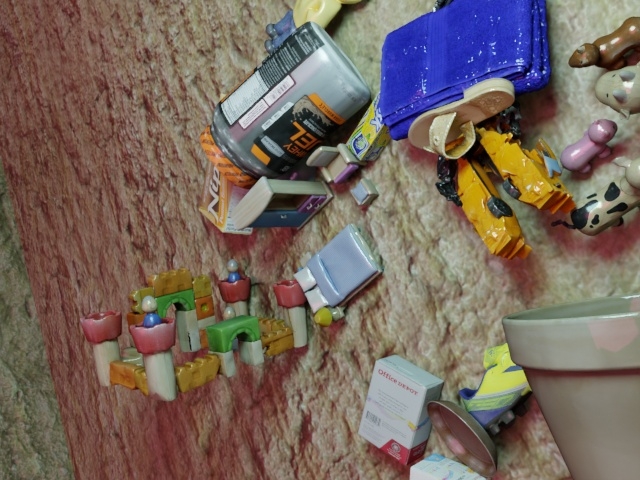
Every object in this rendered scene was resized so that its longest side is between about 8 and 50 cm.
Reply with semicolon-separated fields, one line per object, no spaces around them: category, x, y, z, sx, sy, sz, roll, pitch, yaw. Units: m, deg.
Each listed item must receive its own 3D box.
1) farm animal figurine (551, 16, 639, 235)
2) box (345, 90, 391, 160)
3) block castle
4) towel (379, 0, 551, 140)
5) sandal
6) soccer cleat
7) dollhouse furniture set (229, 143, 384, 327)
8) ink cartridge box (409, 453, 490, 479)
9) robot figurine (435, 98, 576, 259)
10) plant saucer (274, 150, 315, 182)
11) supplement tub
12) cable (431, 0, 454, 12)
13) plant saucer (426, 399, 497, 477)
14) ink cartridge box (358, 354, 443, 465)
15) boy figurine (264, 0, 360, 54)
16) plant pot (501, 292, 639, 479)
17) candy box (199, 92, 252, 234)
farm animal figurine;0.475;-0.169;0.823;0.327;0.172;0.330;1;93;42
box;0.126;-0.245;1.214;0.054;0.059;0.169;49;122;26
block castle;-0.269;0.174;1.338;0.303;0.453;0.212;-1;99;43
towel;0.231;-0.319;1.019;0.308;0.076;0.227;-13;72;44
sandal;0.220;-0.176;0.975;0.240;0.088;0.079;-29;48;58
soccer cleat;0.342;0.212;1.020;0.121;0.093;0.289;49;123;32
dollhouse furniture set;0.000;0.000;1.248;0.286;0.198;0.303;-43;65;35
ink cartridge box;0.252;0.479;1.116;0.143;0.092;0.089;6;96;41
robot figurine;0.295;-0.115;0.994;0.211;0.085;0.291;-55;31;33
plant saucer;-0.094;-0.174;1.434;0.195;0.037;0.194;2;93;42
supplement tub;-0.079;-0.273;1.245;0.338;0.207;0.207;-38;66;18
cable;0.268;-0.390;1.084;0.184;0.047;0.150;47;119;28
plant saucer;0.265;0.358;1.090;0.168;0.029;0.168;47;158;25
ink cartridge box;0.162;0.340;1.202;0.127;0.072;0.175;24;108;39
boy figurine;-0.006;-0.514;1.297;0.285;0.092;0.177;-29;48;36
plant pot;0.426;0.214;0.761;0.323;0.323;0.280;-15;82;42
candy box;-0.211;-0.193;1.477;0.183;0.088;0.316;36;117;54
